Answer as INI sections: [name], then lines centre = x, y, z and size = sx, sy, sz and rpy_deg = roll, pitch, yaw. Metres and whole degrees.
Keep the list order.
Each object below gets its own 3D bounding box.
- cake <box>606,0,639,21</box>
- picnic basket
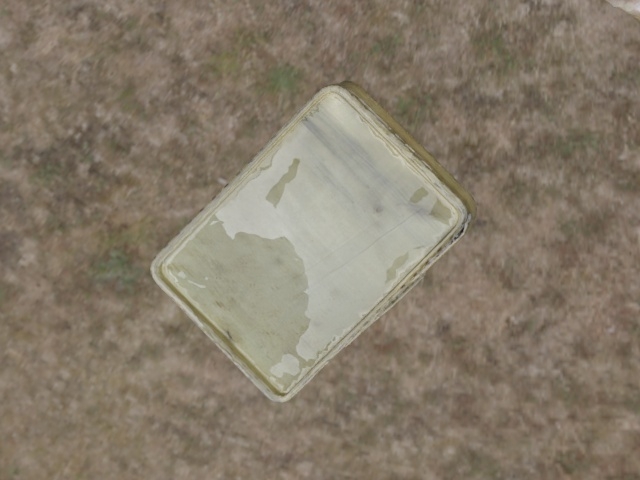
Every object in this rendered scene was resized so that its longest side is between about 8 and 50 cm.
[cake]
centre = 0.338, -0.317, 1.014
size = 0.293, 0.199, 0.196
rpy_deg = 14, 125, -39
[picnic basket]
centre = 0.000, 0.000, 1.230
size = 0.313, 0.175, 0.228
rpy_deg = -45, 86, 5
